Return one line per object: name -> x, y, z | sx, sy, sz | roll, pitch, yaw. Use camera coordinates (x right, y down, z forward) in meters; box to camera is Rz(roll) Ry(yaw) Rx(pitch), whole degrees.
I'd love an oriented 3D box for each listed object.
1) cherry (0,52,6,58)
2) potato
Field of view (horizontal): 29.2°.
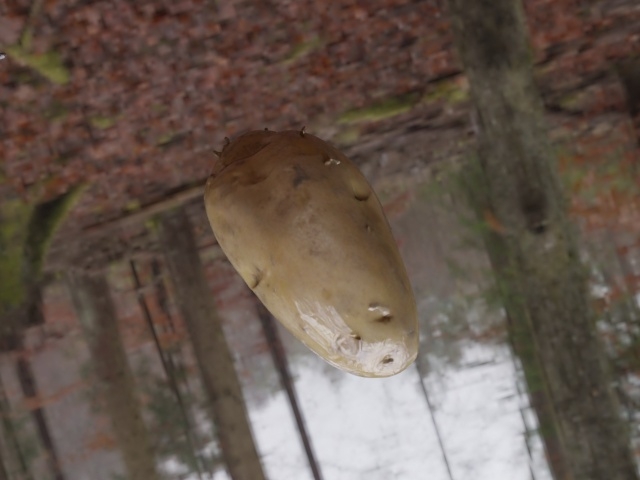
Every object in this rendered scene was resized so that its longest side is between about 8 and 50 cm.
cherry -> -0.327, -0.114, 0.701 | 0.285, 0.236, 0.213 | 5, 132, -15
potato -> -0.003, 0.000, 0.993 | 0.161, 0.234, 0.128 | 18, 128, -41
